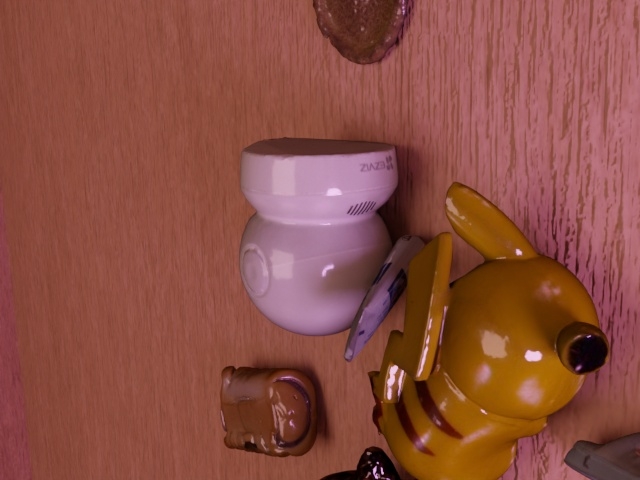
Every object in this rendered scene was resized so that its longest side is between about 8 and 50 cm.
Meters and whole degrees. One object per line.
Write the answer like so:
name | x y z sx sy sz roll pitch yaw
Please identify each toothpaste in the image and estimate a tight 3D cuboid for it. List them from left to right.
toothpaste | 0.073 0.046 0.868 0.038 0.233 0.060 23 121 11

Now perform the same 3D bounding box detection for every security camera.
security camera | 0.000 0.000 0.970 0.194 0.195 0.236 16 113 51

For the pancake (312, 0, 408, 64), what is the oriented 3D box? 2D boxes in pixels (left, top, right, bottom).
pancake | 0.046 -0.311 0.971 0.199 0.021 0.199 19 113 52

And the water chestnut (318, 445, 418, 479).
water chestnut | 0.079 0.375 0.913 0.289 0.289 0.244 31 91 46

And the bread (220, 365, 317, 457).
bread | -0.084 0.258 1.239 0.225 0.081 0.134 -10 85 56

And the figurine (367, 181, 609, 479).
figurine | 0.156 0.109 0.797 0.326 0.169 0.218 -59 44 39

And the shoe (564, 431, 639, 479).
shoe | 0.294 0.195 0.706 0.078 0.079 0.195 -66 18 -12
